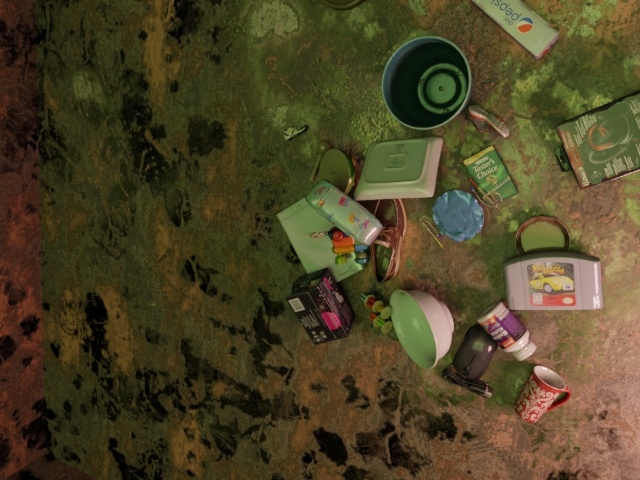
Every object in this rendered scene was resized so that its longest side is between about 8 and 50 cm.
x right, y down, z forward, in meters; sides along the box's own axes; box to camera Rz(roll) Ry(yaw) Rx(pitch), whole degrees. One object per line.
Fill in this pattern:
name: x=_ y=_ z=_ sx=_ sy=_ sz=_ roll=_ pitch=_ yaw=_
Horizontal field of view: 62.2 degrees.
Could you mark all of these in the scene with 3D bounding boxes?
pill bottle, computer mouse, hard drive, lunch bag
pill bottle: x=0.642 y=0.313 z=1.823 sx=0.193 sy=0.108 sz=0.108 roll=49 pitch=116 yaw=8
computer mouse: x=0.555 y=0.432 z=1.911 sx=0.189 sy=0.072 sz=0.272 roll=21 pitch=109 yaw=21
hard drive: x=0.000 y=0.000 z=2.092 sx=0.233 sy=0.047 sz=0.353 roll=-29 pitch=88 yaw=27
lunch bag: x=0.081 y=-0.096 z=1.821 sx=0.279 sy=0.224 sz=0.108 roll=38 pitch=94 yaw=8

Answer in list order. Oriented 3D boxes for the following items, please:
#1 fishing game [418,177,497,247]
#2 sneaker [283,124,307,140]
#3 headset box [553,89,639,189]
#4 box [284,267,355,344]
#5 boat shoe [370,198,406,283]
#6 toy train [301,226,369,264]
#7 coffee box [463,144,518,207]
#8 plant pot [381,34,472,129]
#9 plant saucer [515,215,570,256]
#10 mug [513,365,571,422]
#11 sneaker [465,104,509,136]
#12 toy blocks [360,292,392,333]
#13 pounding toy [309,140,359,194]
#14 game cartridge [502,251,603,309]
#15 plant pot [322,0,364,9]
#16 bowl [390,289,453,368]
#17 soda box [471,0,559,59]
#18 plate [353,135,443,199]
fishing game: x=0.482 y=-0.088 z=1.847 sx=0.189 sy=0.041 sz=0.264 roll=48 pitch=128 yaw=8
sneaker: x=-0.099 y=-0.425 z=2.050 sx=0.109 sy=0.040 sz=0.043 roll=-20 pitch=90 yaw=27
headset box: x=0.860 y=-0.295 z=1.588 sx=0.293 sy=0.110 sz=0.218 roll=-22 pitch=91 yaw=27
box: x=0.001 y=0.256 z=2.058 sx=0.163 sy=0.142 sz=0.247 roll=-19 pitch=112 yaw=28
boat shoe: x=0.234 y=-0.008 z=1.937 sx=0.123 sy=0.123 sz=0.342 roll=10 pitch=105 yaw=23
toy train: x=0.061 y=0.026 z=1.975 sx=0.248 sy=0.105 sz=0.143 roll=-9 pitch=100 yaw=-3
coffee box: x=0.570 y=-0.215 z=1.780 sx=0.113 sy=0.040 sz=0.184 roll=-27 pitch=89 yaw=27
plant pot: x=0.365 y=-0.493 z=1.697 sx=0.272 sy=0.255 sz=0.271 roll=6 pitch=103 yaw=25
plant saucer: x=0.735 y=0.001 z=1.758 sx=0.168 sy=0.029 sz=0.168 roll=5 pitch=103 yaw=23
mug: x=0.760 y=0.541 z=1.819 sx=0.150 sy=0.113 sz=0.169 roll=31 pitch=115 yaw=18
sneaker: x=0.549 y=-0.383 z=1.756 sx=0.158 sy=0.061 sz=0.065 roll=40 pitch=142 yaw=13
toy blocks: x=0.209 y=0.272 z=2.039 sx=0.148 sy=0.054 sz=0.123 roll=34 pitch=139 yaw=48
pounding toy: x=0.076 y=-0.261 z=1.985 sx=0.237 sy=0.110 sz=0.183 roll=40 pitch=127 yaw=43
game cartridge: x=0.757 y=0.133 z=1.743 sx=0.294 sy=0.060 sz=0.196 roll=-5 pitch=107 yaw=26
plant pot: x=0.069 y=-0.928 z=1.824 sx=0.237 sy=0.110 sz=0.237 roll=5 pitch=102 yaw=23
bowl: x=0.379 y=0.296 z=1.897 sx=0.298 sy=0.134 sz=0.297 roll=162 pitch=90 yaw=-72
soda box: x=0.595 y=-0.686 z=1.635 sx=0.286 sy=0.098 sz=0.091 roll=46 pitch=115 yaw=9
plate: x=0.262 y=-0.257 z=1.810 sx=0.277 sy=0.278 sz=0.045 roll=-1 pitch=142 yaw=26
